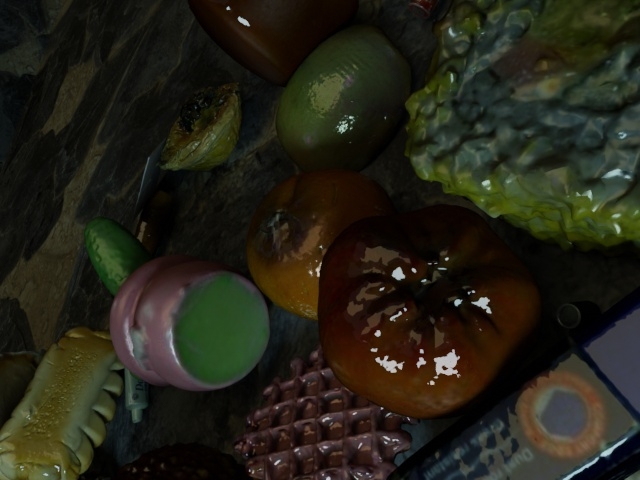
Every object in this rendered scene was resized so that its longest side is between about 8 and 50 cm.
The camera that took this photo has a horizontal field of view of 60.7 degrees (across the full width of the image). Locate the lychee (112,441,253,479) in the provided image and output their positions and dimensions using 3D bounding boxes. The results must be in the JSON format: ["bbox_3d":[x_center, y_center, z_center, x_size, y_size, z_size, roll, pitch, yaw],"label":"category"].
[{"bbox_3d":[-0.161,0.380,0.682,0.271,0.236,0.236,10,76,20],"label":"lychee"}]

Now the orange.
[{"bbox_3d":[0.000,0.000,0.751,0.224,0.170,0.224,-20,59,36],"label":"orange"}]

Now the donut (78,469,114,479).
[{"bbox_3d":[-0.421,0.541,0.935,0.269,0.103,0.270,-23,53,36],"label":"donut"}]

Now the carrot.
[{"bbox_3d":[-0.384,0.017,1.193,0.070,0.070,0.260,11,80,46],"label":"carrot"}]

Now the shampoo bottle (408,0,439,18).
[{"bbox_3d":[0.212,-0.460,0.866,0.108,0.051,0.221,34,94,45],"label":"shampoo bottle"}]

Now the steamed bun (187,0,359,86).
[{"bbox_3d":[-0.076,-0.413,0.969,0.235,0.248,0.379,-52,16,4],"label":"steamed bun"}]

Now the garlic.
[{"bbox_3d":[-0.625,0.387,1.115,0.286,0.249,0.313,118,151,-43],"label":"garlic"}]

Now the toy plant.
[{"bbox_3d":[-0.249,0.102,0.892,0.356,0.210,0.317,3,113,56],"label":"toy plant"}]

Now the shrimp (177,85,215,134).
[{"bbox_3d":[-0.255,-0.275,1.117,0.091,0.034,0.161,-31,36,21],"label":"shrimp"}]

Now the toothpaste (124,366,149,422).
[{"bbox_3d":[-0.357,0.242,1.060,0.041,0.064,0.218,-44,47,41],"label":"toothpaste"}]

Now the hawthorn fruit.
[{"bbox_3d":[0.099,0.083,0.589,0.261,0.224,0.224,101,170,-65],"label":"hawthorn fruit"}]

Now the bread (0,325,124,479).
[{"bbox_3d":[-0.472,0.310,1.037,0.172,0.121,0.311,11,48,5],"label":"bread"}]

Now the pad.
[{"bbox_3d":[-0.370,-0.142,1.199,0.232,0.004,0.156,-100,30,-67],"label":"pad"}]

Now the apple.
[{"bbox_3d":[0.034,-0.219,0.875,0.265,0.120,0.193,-51,55,15],"label":"apple"}]

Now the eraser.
[{"bbox_3d":[0.215,0.168,0.474,0.332,0.155,0.102,-44,49,18],"label":"eraser"}]

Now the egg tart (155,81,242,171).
[{"bbox_3d":[-0.242,-0.224,1.159,0.252,0.098,0.232,-37,39,20],"label":"egg tart"}]

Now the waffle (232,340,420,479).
[{"bbox_3d":[0.007,0.229,0.671,0.221,0.055,0.234,-46,41,-17],"label":"waffle"}]

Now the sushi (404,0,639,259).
[{"bbox_3d":[0.300,-0.173,0.503,0.351,0.240,0.397,23,90,47],"label":"sushi"}]

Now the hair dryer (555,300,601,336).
[{"bbox_3d":[0.259,0.103,0.549,0.026,0.047,0.083,2,90,53],"label":"hair dryer"}]
